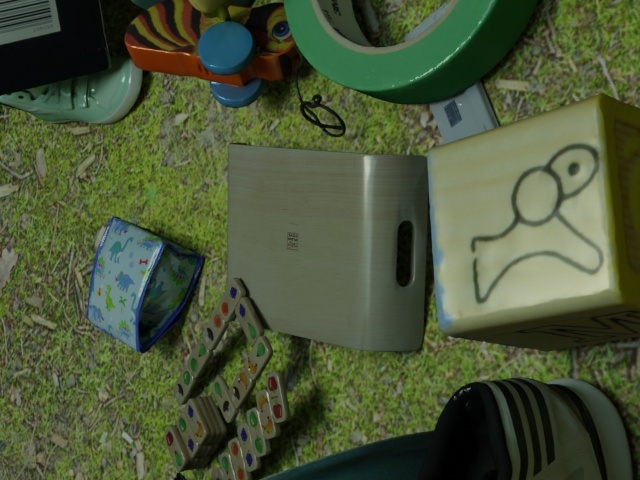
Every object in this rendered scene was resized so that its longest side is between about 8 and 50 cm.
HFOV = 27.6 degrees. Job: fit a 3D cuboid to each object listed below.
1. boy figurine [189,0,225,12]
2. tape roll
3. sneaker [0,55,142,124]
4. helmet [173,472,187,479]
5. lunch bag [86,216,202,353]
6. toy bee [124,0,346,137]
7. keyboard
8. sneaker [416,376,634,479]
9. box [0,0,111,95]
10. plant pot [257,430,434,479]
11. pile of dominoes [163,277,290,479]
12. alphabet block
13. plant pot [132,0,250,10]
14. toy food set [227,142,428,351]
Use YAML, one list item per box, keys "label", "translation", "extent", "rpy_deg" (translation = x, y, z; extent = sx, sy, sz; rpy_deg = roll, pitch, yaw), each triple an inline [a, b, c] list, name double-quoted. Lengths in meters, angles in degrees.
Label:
- label: "boy figurine"
  translation: [-0.099, -0.396, 1.525]
  extent: [0.177, 0.092, 0.285]
  rpy_deg: [14, 67, 38]
- label: "tape roll"
  translation: [0.101, -0.318, 1.467]
  extent: [0.321, 0.077, 0.321]
  rpy_deg: [-8, 77, 38]
- label: "sneaker"
  translation: [-0.383, -0.226, 1.902]
  extent: [0.256, 0.151, 0.094]
  rpy_deg: [-8, 75, 42]
- label: "helmet"
  translation: [-0.188, 0.379, 1.576]
  extent: [0.169, 0.169, 0.161]
  rpy_deg: [-61, 30, 16]
- label: "lunch bag"
  translation: [-0.245, 0.063, 1.748]
  extent: [0.129, 0.096, 0.151]
  rpy_deg: [23, 89, 44]
- label: "toy bee"
  translation: [-0.082, -0.244, 1.631]
  extent: [0.162, 0.298, 0.195]
  rpy_deg: [-63, 3, -22]
- label: "keyboard"
  translation: [0.157, -0.147, 1.456]
  extent: [0.072, 0.014, 0.256]
  rpy_deg: [-40, 56, 38]
- label: "sneaker"
  translation: [0.185, 0.336, 1.155]
  extent: [0.169, 0.257, 0.447]
  rpy_deg: [-27, 64, 38]
- label: "box"
  translation: [-0.468, -0.432, 1.859]
  extent: [0.395, 0.212, 0.293]
  rpy_deg: [-126, 25, -47]
- label: "plant pot"
  translation: [0.027, 0.402, 1.270]
  extent: [0.341, 0.341, 0.334]
  rpy_deg: [-32, 68, 36]
- label: "pile of dominoes"
  translation: [-0.125, 0.198, 1.595]
  extent: [0.196, 0.040, 0.251]
  rpy_deg: [61, 139, 32]
- label: "alphabet block"
  translation: [0.237, -0.007, 1.220]
  extent: [0.197, 0.193, 0.192]
  rpy_deg: [-14, 73, 42]
- label: "plant pot"
  translation: [-0.144, -0.414, 1.707]
  extent: [0.234, 0.165, 0.165]
  rpy_deg: [-43, 54, 19]
- label: "toy food set"
  translation: [0.000, 0.000, 1.540]
  extent: [0.306, 0.092, 0.220]
  rpy_deg: [8, 99, 46]
